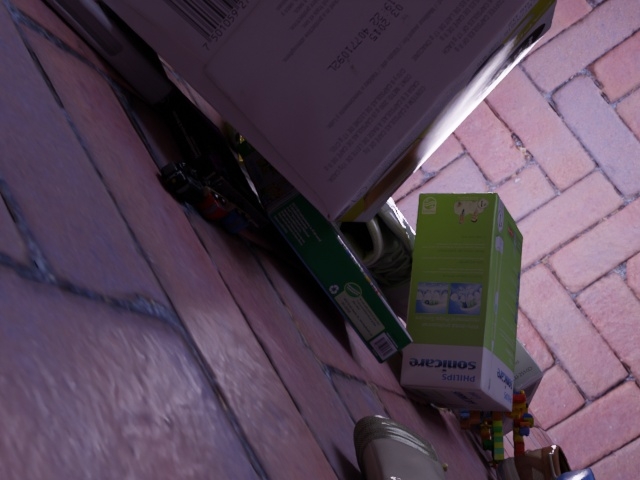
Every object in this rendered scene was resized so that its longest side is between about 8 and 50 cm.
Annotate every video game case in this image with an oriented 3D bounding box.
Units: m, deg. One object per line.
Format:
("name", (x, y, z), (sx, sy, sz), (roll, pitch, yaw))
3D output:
("video game case", (-0.294, -0.331, 1.049), (0.300, 0.036, 0.329), (46, 11, -46))

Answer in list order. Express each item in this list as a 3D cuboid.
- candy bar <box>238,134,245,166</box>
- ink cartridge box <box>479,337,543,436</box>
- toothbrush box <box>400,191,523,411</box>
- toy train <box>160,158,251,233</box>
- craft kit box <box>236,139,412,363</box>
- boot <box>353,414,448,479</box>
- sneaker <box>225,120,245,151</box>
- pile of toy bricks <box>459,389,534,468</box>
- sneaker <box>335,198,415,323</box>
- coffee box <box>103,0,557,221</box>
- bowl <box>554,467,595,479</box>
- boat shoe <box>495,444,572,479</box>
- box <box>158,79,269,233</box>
("candy bar", (-0.080, -0.099, 1.358), (0.161, 0.018, 0.040), (41, 42, -59))
("ink cartridge box", (0.273, 0.193, 1.724), (0.261, 0.066, 0.296), (57, -13, 25))
("toothbrush box", (0.214, 0.094, 1.432), (0.206, 0.122, 0.283), (38, 54, -62))
("toy train", (-0.107, -0.038, 0.957), (0.036, 0.027, 0.158), (62, 11, 24))
("craft kit box", (0.000, 0.000, 1.223), (0.250, 0.061, 0.246), (54, 0, -27))
("boot", (0.106, 0.255, 0.820), (0.213, 0.077, 0.165), (51, 6, -21))
("sneaker", (-0.102, -0.170, 1.393), (0.094, 0.081, 0.208), (48, 1, 14))
("pile of toy bricks", (0.285, 0.318, 1.574), (0.212, 0.118, 0.105), (72, 17, -61))
("sneaker", (0.105, 0.037, 1.532), (0.366, 0.137, 0.210), (55, 14, -18))
("coffee box", (0.030, -0.253, 1.091), (0.338, 0.337, 0.334), (44, 7, 7))
("bowl", (0.188, 0.337, 0.585), (0.391, 0.077, 0.391), (-18, 90, -79))
("boat shoe", (0.361, 0.426, 1.403), (0.123, 0.116, 0.324), (47, 15, -43))
("box", (-0.122, -0.093, 1.088), (0.162, 0.029, 0.116), (58, 8, 33))
